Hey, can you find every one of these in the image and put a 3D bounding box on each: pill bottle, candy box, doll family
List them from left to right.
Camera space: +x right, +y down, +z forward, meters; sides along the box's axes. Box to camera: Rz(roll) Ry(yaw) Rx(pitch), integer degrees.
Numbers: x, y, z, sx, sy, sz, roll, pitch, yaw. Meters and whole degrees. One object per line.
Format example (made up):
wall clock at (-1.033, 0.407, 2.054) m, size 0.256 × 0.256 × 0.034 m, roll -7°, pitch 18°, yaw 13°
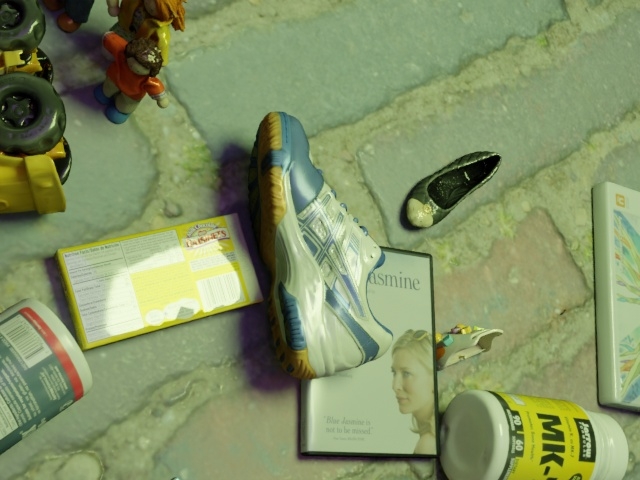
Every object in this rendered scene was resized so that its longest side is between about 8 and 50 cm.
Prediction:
pill bottle at (-0.304, 0.140, 0.735) m, size 0.180 × 0.108 × 0.108 m, roll -35°, pitch 94°, yaw -31°
doll family at (-0.227, -0.258, 0.863) m, size 0.263 × 0.163 × 0.118 m, roll 45°, pitch 59°, yaw -10°
candy box at (-0.167, 0.040, 0.887) m, size 0.205 × 0.027 × 0.105 m, roll -13°, pitch 79°, yaw -31°
pill bottle at (0.258, 0.247, 1.005) m, size 0.208 × 0.119 × 0.119 m, roll 11°, pitch 70°, yaw -26°

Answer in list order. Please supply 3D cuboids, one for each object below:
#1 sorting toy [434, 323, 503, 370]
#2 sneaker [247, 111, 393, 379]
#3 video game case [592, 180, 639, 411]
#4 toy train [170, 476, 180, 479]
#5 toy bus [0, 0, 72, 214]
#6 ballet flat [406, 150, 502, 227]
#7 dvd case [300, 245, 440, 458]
sorting toy at (0.184, 0.124, 1.027) m, size 0.083 × 0.075 × 0.045 m, roll -15°, pitch 83°, yaw -32°
sneaker at (0.000, 0.000, 0.931) m, size 0.130 × 0.112 × 0.297 m, roll -8°, pitch 83°, yaw -17°
video game case at (0.531, 0.100, 1.248) m, size 0.299 × 0.036 × 0.329 m, roll 14°, pitch 69°, yaw -25°
toy train at (-0.175, 0.296, 0.760) m, size 0.184 × 0.105 × 0.080 m, roll -38°, pitch 95°, yaw -31°
toy bus at (-0.350, -0.126, 0.783) m, size 0.211 × 0.149 × 0.220 m, roll -11°, pitch 78°, yaw -15°
ballet flat at (0.172, -0.073, 1.094) m, size 0.173 × 0.049 × 0.057 m, roll -39°, pitch 94°, yaw -32°
dvd case at (0.060, 0.127, 0.989) m, size 0.180 × 0.022 × 0.253 m, roll 8°, pitch 71°, yaw -26°
